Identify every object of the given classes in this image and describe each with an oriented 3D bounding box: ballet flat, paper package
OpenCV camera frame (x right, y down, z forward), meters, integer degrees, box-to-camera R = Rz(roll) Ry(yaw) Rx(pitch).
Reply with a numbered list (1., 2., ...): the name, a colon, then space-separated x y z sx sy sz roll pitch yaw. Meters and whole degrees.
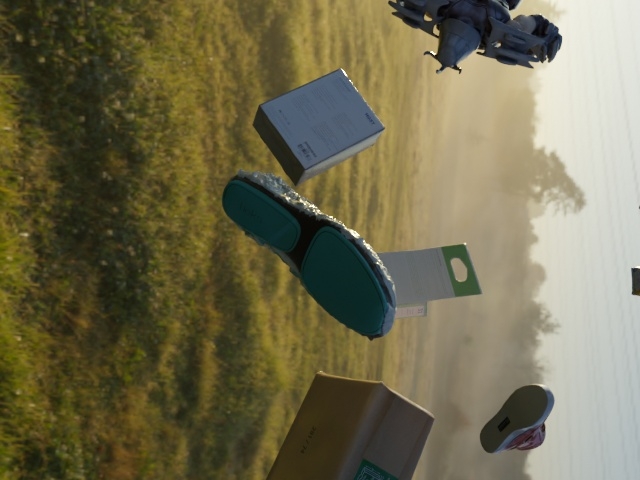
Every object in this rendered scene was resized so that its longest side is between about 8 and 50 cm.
1. ballet flat: 0.000 0.000 1.197 0.147 0.409 0.147 -37 153 -23
2. paper package: 0.047 0.455 1.434 0.324 0.168 0.309 -63 -162 -18

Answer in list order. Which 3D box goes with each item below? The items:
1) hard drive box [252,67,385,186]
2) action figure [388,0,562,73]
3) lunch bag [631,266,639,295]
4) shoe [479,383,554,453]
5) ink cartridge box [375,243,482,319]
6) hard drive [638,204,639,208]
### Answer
1. hard drive box: -0.003 -0.256 1.552 0.181 0.232 0.089 56 -25 10
2. action figure: 0.187 -0.269 0.754 0.285 0.185 0.099 -57 176 -29
3. lunch bag: 0.512 0.059 1.040 0.083 0.071 0.053 6 84 -50
4. shoe: 0.339 0.290 1.128 0.178 0.081 0.063 -60 -144 40
5. ink cartridge box: 0.218 0.089 1.521 0.171 0.235 0.056 -95 -179 -49
6. hard drive: 0.873 -0.117 1.563 0.054 0.255 0.172 41 71 -30
